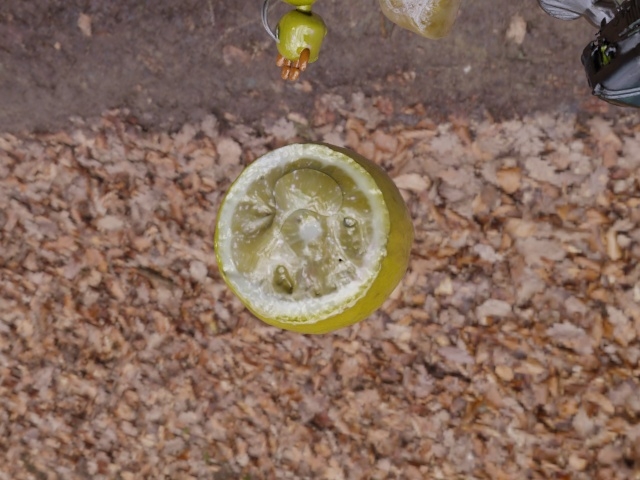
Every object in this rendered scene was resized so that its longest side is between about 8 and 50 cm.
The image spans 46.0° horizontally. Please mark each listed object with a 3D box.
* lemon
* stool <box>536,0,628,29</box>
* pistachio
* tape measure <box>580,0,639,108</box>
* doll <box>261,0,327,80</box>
[{"bbox_3d":[0.000,0.000,1.364,0.364,0.364,0.364,13,149,8],"label":"lemon"},{"bbox_3d":[0.497,-0.479,1.426,0.217,0.121,0.125,32,142,-6],"label":"stool"},{"bbox_3d":[0.208,-0.513,1.459,0.162,0.261,0.213,-4,131,39],"label":"pistachio"},{"bbox_3d":[0.422,-0.221,0.846,0.199,0.112,0.186,8,154,-23],"label":"tape measure"},{"bbox_3d":[-0.049,-0.435,1.523,0.135,0.221,0.143,1,-163,-28],"label":"doll"}]
